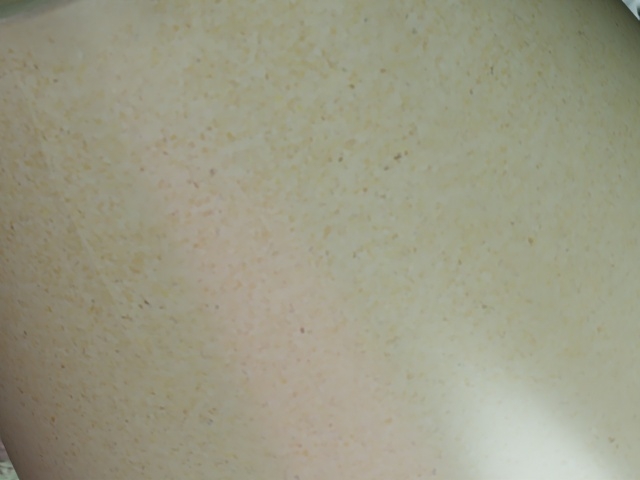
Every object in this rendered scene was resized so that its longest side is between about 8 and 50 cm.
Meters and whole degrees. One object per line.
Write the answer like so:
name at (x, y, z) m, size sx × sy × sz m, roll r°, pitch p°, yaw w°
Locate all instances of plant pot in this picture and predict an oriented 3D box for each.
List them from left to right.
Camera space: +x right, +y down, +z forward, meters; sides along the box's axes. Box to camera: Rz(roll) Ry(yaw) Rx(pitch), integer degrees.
plant pot at (0.000, 0.000, 0.520) m, size 0.256 × 0.256 × 0.274 m, roll -16°, pitch 132°, yaw 20°
